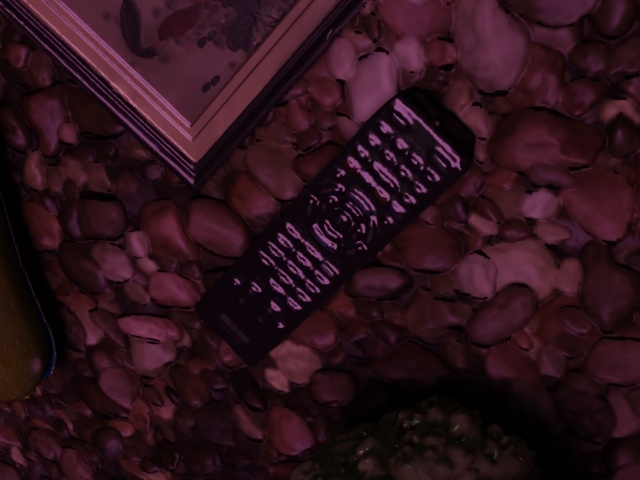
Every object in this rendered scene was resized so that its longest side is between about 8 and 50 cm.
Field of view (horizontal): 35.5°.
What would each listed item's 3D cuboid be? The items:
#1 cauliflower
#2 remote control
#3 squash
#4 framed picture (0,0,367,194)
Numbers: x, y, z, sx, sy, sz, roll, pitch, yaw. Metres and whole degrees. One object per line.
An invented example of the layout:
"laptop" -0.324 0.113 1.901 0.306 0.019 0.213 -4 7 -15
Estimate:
"cauliflower" 0.068 0.259 0.615 0.281 0.260 0.327 41 150 1
"remote control" 0.000 0.000 0.627 0.063 0.025 0.245 43 129 -4
"squash" -0.270 -0.021 0.705 0.094 0.094 0.341 6 125 22
"framed picture" -0.097 -0.148 0.586 0.199 0.010 0.195 44 129 -6
